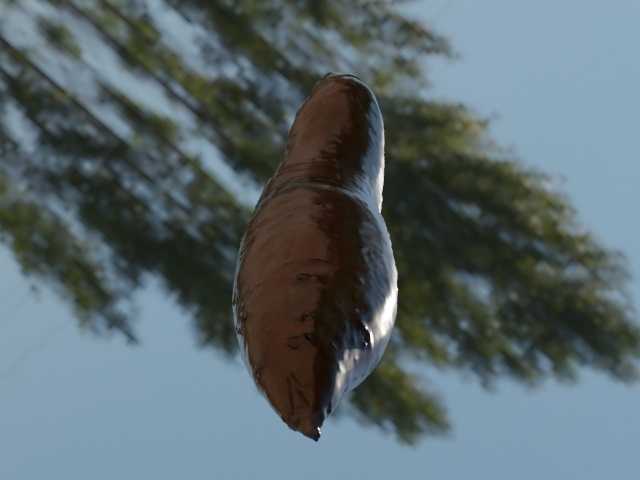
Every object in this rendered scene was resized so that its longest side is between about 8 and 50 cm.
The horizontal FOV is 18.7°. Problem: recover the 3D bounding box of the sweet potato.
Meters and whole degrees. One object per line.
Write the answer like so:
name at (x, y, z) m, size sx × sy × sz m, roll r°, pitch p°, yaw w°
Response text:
sweet potato at (-0.001, 0.000, 0.675) m, size 0.057 × 0.057 × 0.264 m, roll -43°, pitch -164°, yaw 16°
